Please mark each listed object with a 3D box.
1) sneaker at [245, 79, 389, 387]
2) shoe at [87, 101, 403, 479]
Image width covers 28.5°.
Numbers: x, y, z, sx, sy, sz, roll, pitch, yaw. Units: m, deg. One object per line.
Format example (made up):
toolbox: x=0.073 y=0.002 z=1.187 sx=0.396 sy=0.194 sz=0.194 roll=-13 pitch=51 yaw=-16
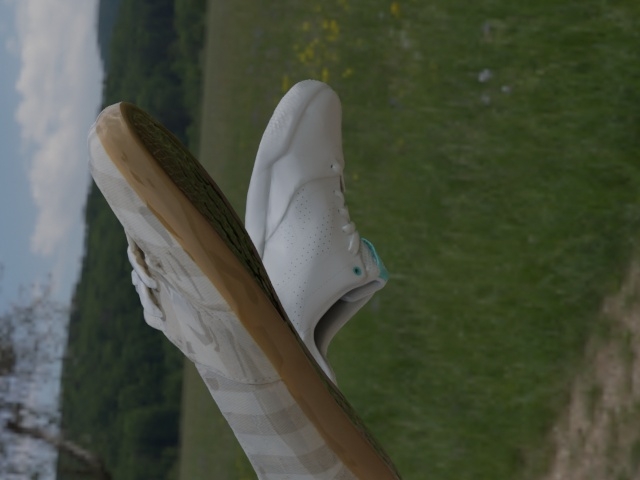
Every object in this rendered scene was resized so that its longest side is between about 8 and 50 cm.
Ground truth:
sneaker: x=0.000 y=0.000 z=0.780 sx=0.080 sy=0.094 sz=0.212 roll=64 pitch=-144 yaw=-63
shoe: x=-0.038 y=0.043 z=0.523 sx=0.219 sy=0.058 sz=0.076 roll=57 pitch=-176 yaw=-22
